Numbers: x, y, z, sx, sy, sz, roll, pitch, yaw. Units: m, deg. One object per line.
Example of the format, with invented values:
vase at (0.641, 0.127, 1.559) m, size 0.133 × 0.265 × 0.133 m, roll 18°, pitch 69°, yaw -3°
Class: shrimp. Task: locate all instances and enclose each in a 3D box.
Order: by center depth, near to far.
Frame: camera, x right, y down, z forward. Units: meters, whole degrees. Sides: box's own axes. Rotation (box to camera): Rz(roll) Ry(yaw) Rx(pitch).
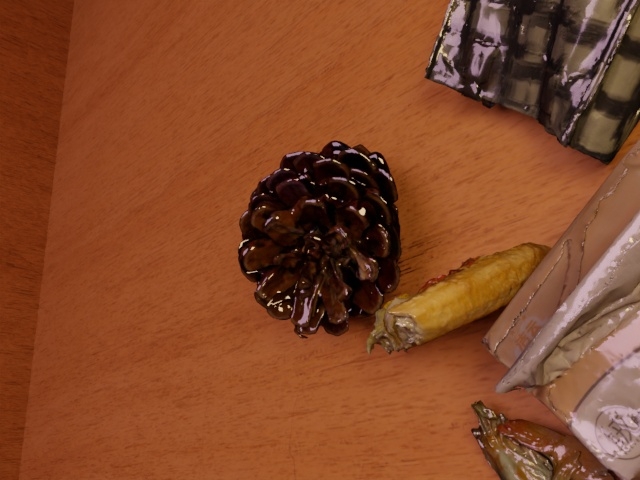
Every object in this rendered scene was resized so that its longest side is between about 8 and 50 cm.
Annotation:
shrimp at (0.260, 0.265, 0.722) m, size 0.115 × 0.051 × 0.217 m, roll -54°, pitch 43°, yaw 11°

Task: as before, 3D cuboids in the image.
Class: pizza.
pizza at (0.135, 0.089, 0.787) m, size 0.287 × 0.280 × 0.075 m, roll -36°, pitch 75°, yaw 48°

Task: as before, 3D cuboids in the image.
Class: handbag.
handbag at (0.316, -0.306, 0.779) m, size 0.325 × 0.162 × 0.327 m, roll 46°, pitch 119°, yaw 49°

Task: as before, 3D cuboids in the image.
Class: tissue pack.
tissue pack at (0.319, 0.057, 0.595) m, size 0.305 × 0.238 × 0.238 m, roll -57°, pitch 44°, yaw 18°

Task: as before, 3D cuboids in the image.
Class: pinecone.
pinecone at (-0.006, -0.001, 0.944) m, size 0.296 × 0.242 × 0.298 m, roll -91°, pitch 23°, yaw -65°
